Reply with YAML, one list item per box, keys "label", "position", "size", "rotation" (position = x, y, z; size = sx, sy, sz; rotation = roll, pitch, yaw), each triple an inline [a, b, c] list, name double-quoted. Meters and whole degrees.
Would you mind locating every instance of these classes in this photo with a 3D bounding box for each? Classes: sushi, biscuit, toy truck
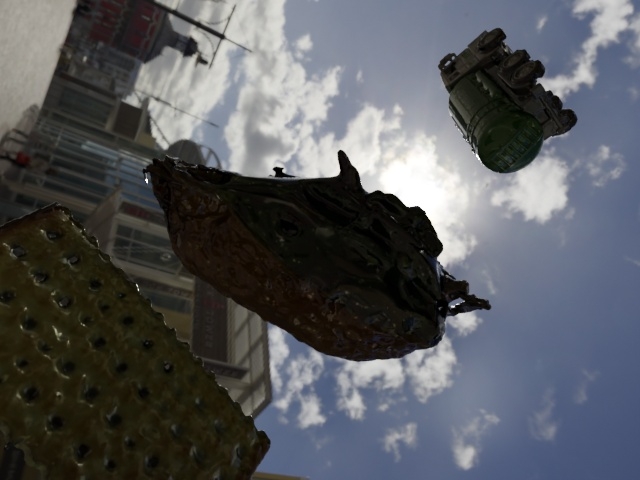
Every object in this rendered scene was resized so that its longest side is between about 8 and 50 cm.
- label: "sushi"
  position: [0.000, 0.001, 0.472]
  size: [0.140, 0.287, 0.149]
  rotation: [-48, -169, 46]
- label: "biscuit"
  position: [-0.133, 0.086, 0.336]
  size: [0.016, 0.231, 0.139]
  rotation: [-37, -175, 30]
- label: "toy truck"
  position: [0.236, -0.186, 0.729]
  size: [0.125, 0.101, 0.242]
  rotation: [-38, -150, 22]
